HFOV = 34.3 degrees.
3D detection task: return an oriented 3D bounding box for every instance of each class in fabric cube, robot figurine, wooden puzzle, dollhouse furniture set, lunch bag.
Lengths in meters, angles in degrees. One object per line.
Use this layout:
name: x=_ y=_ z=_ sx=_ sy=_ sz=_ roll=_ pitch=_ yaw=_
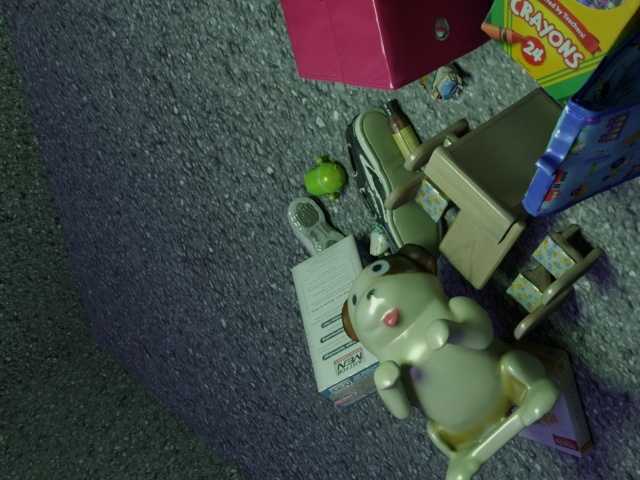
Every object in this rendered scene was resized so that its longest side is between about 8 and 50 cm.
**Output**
fabric cube: x=0.100 y=-0.425 z=1.722 sx=0.259 sy=0.254 sz=0.258 roll=18 pitch=131 yaw=48
robot figurine: x=0.010 y=-0.136 z=2.302 sx=0.115 sy=0.067 sz=0.101 roll=-14 pitch=95 yaw=58
wooden puzzle: x=0.195 y=-0.314 z=1.930 sx=0.049 sy=0.006 sz=0.083 roll=44 pitch=147 yaw=21
dollhouse furniture set: x=0.285 y=-0.038 z=1.812 sx=0.362 sy=0.256 sz=0.394 roll=47 pitch=148 yaw=17
lunch bag: x=0.410 y=-0.157 z=1.483 sx=0.138 sy=0.293 sz=0.221 roll=44 pitch=147 yaw=20

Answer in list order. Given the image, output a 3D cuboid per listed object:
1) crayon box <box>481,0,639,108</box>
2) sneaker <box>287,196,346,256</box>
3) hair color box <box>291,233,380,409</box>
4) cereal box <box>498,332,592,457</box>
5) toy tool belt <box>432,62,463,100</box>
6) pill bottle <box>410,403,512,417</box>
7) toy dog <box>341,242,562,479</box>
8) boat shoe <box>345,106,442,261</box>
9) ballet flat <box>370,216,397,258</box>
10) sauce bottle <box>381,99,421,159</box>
crayon box: x=0.383 y=-0.370 z=1.534 sx=0.202 sy=0.081 sz=0.318 roll=48 pitch=148 yaw=16
sneaker: x=0.000 y=0.000 z=2.448 sx=0.232 sy=0.090 sz=0.115 roll=59 pitch=167 yaw=-4
hair color box: x=0.060 y=0.172 z=2.247 sx=0.105 sy=0.174 sz=0.347 roll=43 pitch=-156 yaw=-43
cereal box: x=0.450 y=0.315 z=2.111 sx=0.173 sy=0.047 sz=0.240 roll=12 pitch=127 yaw=53
toy tool belt: x=0.230 y=-0.276 z=1.872 sx=0.051 sy=0.052 sz=0.083 roll=51 pitch=151 yaw=26
pill bottle: x=0.288 y=0.325 z=2.203 sx=0.246 sy=0.130 sz=0.130 roll=28 pitch=154 yaw=-15
toy dog: x=0.231 y=0.195 z=1.976 sx=0.408 sy=0.395 sz=0.284 roll=45 pitch=116 yaw=2
boat shoe: x=0.137 y=-0.098 z=2.100 sx=0.113 sy=0.127 sz=0.340 roll=-13 pitch=106 yaw=60
ballet flat: x=0.145 y=0.034 z=2.273 sx=0.070 sy=0.070 sz=0.188 roll=-3 pitch=115 yaw=56
sauce bottle: x=0.161 y=-0.215 z=2.039 sx=0.042 sy=0.042 sz=0.128 roll=-15 pitch=104 yaw=58
